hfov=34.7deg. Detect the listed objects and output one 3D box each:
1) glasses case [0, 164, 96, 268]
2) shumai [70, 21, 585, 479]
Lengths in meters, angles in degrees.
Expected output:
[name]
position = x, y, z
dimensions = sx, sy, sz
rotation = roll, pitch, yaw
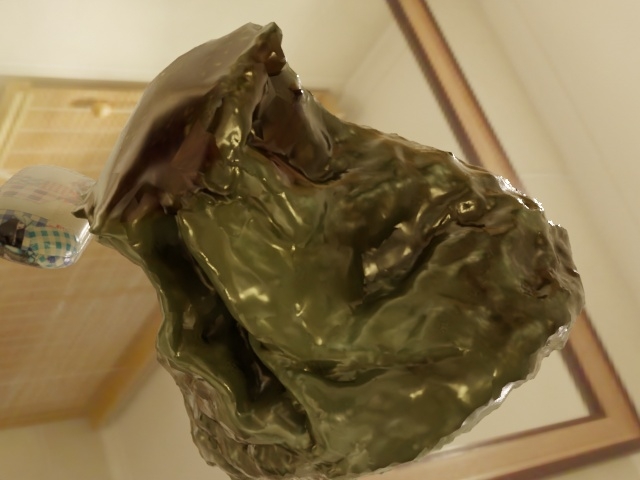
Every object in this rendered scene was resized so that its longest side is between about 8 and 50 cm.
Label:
[glasses case]
position = -0.349, -0.036, 1.308
dimensions = 0.327, 0.125, 0.076
rotation = -102, -148, -74
[shumai]
position = 0.000, 0.000, 0.552
dimensions = 0.222, 0.225, 0.260
rotation = 61, 1, 3
